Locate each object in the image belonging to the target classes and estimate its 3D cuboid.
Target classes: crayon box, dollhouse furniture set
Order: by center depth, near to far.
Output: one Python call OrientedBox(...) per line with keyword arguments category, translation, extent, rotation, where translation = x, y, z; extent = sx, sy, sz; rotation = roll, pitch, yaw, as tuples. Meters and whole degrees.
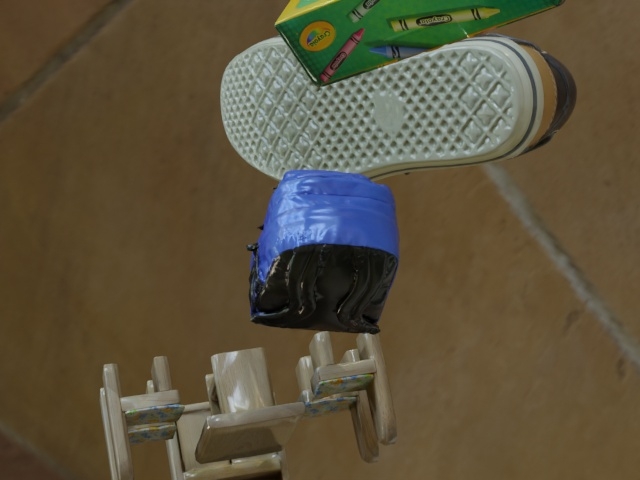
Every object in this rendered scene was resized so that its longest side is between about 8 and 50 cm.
OrientedBox(category="dollhouse furniture set", translation=(-0.060, 0.188, 1.298), extent=(0.242, 0.212, 0.161), rotation=(114, 147, -70))
OrientedBox(category="crayon box", translation=(0.109, -0.247, 1.444), extent=(0.278, 0.165, 0.081), rotation=(-14, 122, 40))

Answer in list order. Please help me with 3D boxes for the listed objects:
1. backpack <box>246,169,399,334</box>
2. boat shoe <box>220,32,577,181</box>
OrientedBox(category="backpack", translation=(0.000, 0.000, 1.094), extent=(0.098, 0.101, 0.120), rotation=(-1, 155, -10))
OrientedBox(category="boat shoe", translation=(0.078, -0.157, 1.883), extent=(0.500, 0.156, 0.187), rotation=(1, 97, 43))
